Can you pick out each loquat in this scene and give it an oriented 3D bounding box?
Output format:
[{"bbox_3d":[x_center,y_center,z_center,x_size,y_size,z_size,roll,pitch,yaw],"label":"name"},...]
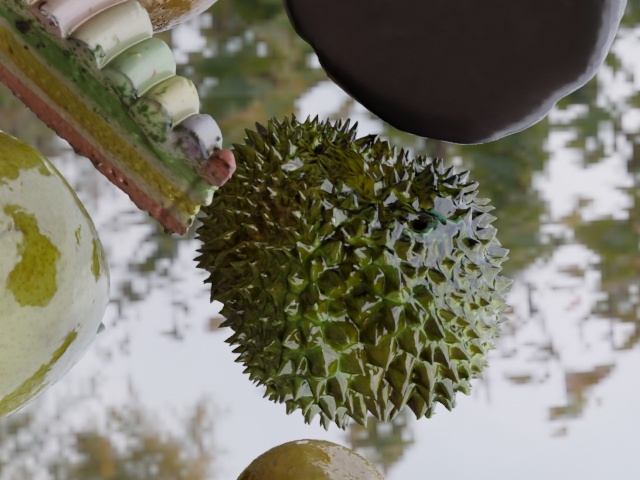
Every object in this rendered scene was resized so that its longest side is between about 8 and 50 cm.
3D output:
[{"bbox_3d":[-0.009,0.318,2.101,0.213,0.213,0.213,177,-90,-70],"label":"loquat"}]

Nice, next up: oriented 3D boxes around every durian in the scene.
[{"bbox_3d":[0.031,0.026,1.604,0.224,0.291,0.291,-30,-117,49],"label":"durian"}]

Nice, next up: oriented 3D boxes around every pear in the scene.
[{"bbox_3d":[-0.346,0.041,1.754,0.304,0.304,0.304,177,-90,-70],"label":"pear"}]

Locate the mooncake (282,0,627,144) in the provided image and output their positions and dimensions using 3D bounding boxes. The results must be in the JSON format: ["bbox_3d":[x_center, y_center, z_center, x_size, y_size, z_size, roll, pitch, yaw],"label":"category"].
[{"bbox_3d":[0.112,-0.226,1.599,0.141,0.283,0.283,-65,164,-64],"label":"mooncake"}]

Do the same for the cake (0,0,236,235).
[{"bbox_3d":[-0.142,-0.115,1.357,0.225,0.090,0.109,44,-37,-5],"label":"cake"}]

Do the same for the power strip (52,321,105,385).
[{"bbox_3d":[-0.415,0.080,2.470,0.141,0.261,0.229,-48,179,9],"label":"power strip"}]

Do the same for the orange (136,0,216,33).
[{"bbox_3d":[-0.185,-0.334,1.916,0.274,0.274,0.274,177,-90,-70],"label":"orange"}]
